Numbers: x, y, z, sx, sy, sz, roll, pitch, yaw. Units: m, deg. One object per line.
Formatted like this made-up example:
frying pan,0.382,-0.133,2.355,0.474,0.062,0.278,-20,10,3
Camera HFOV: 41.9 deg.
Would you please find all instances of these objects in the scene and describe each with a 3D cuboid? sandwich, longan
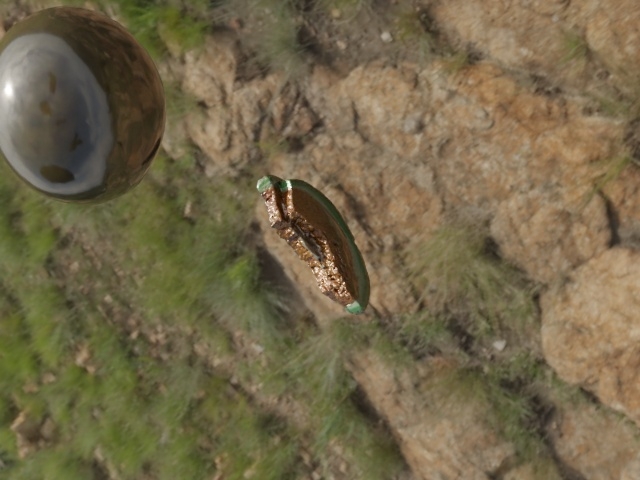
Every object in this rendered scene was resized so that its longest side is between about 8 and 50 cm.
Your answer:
sandwich,0.000,-0.002,0.687,0.029,0.067,0.135,-34,93,29
longan,-0.129,-0.071,0.446,0.113,0.092,0.113,160,90,-77
